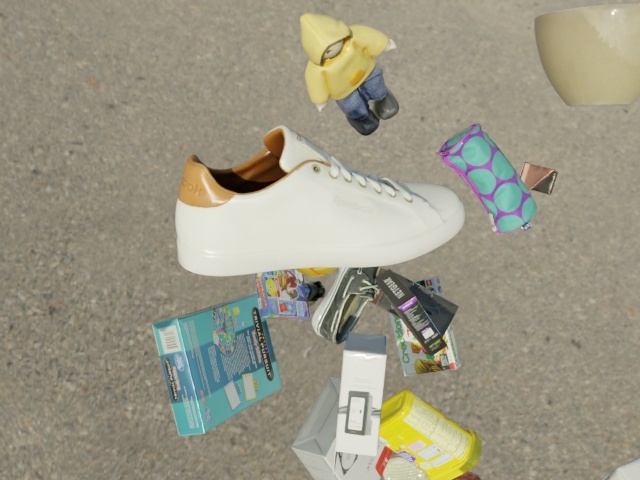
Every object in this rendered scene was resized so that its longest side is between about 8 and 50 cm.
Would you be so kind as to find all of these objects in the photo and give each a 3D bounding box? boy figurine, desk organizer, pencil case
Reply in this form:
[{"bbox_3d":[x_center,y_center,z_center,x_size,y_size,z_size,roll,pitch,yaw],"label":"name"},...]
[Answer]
[{"bbox_3d":[0.052,-0.300,1.151,0.177,0.285,0.092,-36,62,6],"label":"boy figurine"},{"bbox_3d":[0.369,-0.104,1.130,0.050,0.047,0.130,18,11,20],"label":"desk organizer"},{"bbox_3d":[0.221,-0.078,0.875,0.070,0.064,0.151,-42,103,-9],"label":"pencil case"}]

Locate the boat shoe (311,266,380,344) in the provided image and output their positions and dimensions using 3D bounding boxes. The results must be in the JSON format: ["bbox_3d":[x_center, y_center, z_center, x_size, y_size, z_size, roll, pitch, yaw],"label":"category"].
[{"bbox_3d":[0.104,0.130,1.798,0.121,0.335,0.119,21,9,-45],"label":"boat shoe"}]

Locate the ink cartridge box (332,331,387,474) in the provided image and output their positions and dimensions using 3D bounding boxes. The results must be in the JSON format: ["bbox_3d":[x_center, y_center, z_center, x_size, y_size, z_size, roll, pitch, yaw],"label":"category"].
[{"bbox_3d":[0.026,0.107,0.436,0.028,0.083,0.048,6,7,5],"label":"ink cartridge box"}]

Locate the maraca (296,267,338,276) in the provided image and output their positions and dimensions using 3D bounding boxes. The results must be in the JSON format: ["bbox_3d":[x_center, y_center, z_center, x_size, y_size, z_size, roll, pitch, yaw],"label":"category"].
[{"bbox_3d":[0.000,0.000,1.169,0.127,0.185,0.099,22,54,-14],"label":"maraca"}]

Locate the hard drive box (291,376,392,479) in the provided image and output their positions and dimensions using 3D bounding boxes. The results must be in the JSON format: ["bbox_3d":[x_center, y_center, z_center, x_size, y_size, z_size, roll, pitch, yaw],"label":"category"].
[{"bbox_3d":[0.056,0.435,1.417,0.089,0.232,0.181,4,47,35],"label":"hard drive box"}]

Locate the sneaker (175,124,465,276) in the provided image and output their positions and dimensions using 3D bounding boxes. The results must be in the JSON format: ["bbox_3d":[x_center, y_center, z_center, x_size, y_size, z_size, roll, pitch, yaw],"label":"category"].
[{"bbox_3d":[0.013,-0.044,0.617,0.290,0.123,0.106,-7,26,-22],"label":"sneaker"}]

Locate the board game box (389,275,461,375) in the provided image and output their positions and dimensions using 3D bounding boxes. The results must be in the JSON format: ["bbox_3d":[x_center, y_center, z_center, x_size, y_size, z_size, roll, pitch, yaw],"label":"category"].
[{"bbox_3d":[0.336,0.286,2.208,0.053,0.193,0.305,-6,81,-56],"label":"board game box"}]

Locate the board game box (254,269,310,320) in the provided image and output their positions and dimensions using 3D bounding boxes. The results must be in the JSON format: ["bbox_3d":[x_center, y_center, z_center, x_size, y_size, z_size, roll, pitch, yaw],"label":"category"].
[{"bbox_3d":[-0.096,0.087,1.579,0.136,0.035,0.201,13,60,-46],"label":"board game box"}]

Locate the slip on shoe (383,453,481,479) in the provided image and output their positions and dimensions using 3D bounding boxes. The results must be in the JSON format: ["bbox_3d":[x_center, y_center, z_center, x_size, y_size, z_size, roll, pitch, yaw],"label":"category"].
[{"bbox_3d":[0.276,0.574,1.595,0.331,0.123,0.101,27,26,-27],"label":"slip on shoe"}]

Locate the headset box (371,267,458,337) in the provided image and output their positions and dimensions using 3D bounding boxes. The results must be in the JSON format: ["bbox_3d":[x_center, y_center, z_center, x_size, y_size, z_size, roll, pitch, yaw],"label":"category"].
[{"bbox_3d":[0.250,0.175,1.933,0.218,0.293,0.110,28,87,-9],"label":"headset box"}]

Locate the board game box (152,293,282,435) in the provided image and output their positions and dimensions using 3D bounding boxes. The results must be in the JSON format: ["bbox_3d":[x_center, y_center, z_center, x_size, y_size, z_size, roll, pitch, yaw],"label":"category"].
[{"bbox_3d":[-0.233,0.281,1.580,0.336,0.079,0.253,-12,88,-63],"label":"board game box"}]

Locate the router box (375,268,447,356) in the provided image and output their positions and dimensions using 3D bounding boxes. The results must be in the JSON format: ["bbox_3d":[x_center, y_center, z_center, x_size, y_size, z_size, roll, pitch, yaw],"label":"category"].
[{"bbox_3d":[0.184,0.146,1.379,0.133,0.046,0.179,55,0,-19],"label":"router box"}]

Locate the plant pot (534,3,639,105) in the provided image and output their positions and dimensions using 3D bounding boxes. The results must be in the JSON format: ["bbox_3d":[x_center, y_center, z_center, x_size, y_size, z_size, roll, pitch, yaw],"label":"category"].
[{"bbox_3d":[0.604,-0.386,1.428,0.284,0.190,0.284,-1,11,0],"label":"plant pot"}]

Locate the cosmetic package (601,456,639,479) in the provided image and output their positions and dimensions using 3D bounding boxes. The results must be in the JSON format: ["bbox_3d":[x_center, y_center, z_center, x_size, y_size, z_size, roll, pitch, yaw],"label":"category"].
[{"bbox_3d":[0.457,0.382,0.666,0.197,0.155,0.365,-15,52,-21],"label":"cosmetic package"}]

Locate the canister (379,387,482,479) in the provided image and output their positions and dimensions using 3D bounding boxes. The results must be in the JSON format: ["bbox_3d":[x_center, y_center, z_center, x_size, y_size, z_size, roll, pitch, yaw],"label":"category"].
[{"bbox_3d":[0.184,0.351,1.195,0.170,0.126,0.073,37,39,-11],"label":"canister"}]

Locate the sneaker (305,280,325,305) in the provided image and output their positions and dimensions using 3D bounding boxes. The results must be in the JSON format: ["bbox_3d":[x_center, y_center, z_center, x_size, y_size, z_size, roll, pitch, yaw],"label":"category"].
[{"bbox_3d":[-0.022,0.147,1.805,0.078,0.188,0.067,-6,81,6],"label":"sneaker"}]
